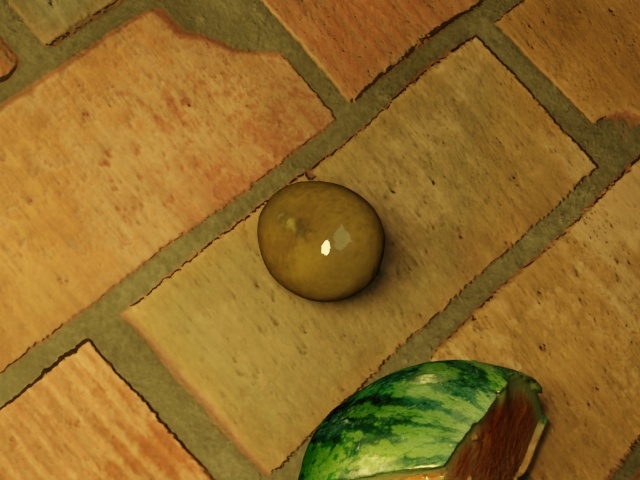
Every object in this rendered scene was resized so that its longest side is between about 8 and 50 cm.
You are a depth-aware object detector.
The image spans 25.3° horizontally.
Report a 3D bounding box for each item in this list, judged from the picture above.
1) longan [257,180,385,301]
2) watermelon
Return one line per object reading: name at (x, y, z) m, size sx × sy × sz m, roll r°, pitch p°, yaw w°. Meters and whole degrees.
longan at (0.000, 0.000, 1.993) m, size 0.187 × 0.167 × 0.167 m, roll 35°, pitch 57°, yaw 7°
watermelon at (0.176, 0.254, 1.913) m, size 0.319 × 0.222 × 0.292 m, roll 27°, pitch 60°, yaw -6°
